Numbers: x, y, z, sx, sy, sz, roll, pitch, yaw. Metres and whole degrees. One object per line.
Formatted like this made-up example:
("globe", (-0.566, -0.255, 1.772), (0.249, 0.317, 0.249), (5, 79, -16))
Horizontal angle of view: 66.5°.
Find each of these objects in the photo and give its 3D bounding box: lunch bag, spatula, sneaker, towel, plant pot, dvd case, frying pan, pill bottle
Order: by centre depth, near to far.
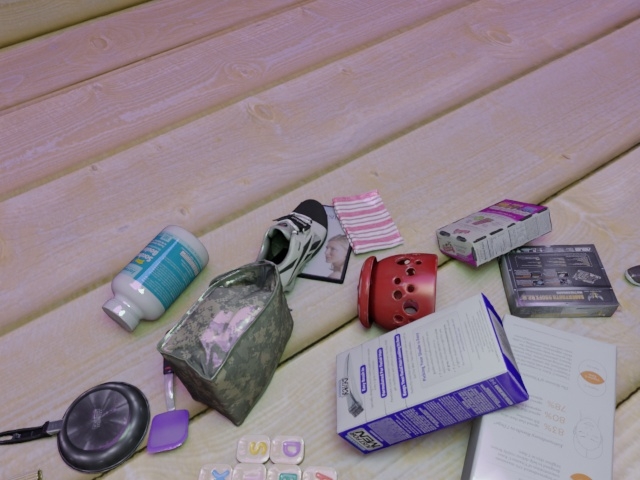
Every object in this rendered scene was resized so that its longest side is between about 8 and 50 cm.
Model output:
("lunch bag", (-0.172, 0.202, 1.049), (0.169, 0.235, 0.287), (22, 56, 25))
("frying pan", (-0.531, 0.380, 1.062), (0.327, 0.053, 0.197), (12, 52, 10))
("spatula", (-0.338, 0.325, 1.096), (0.084, 0.030, 0.296), (-10, 50, -4))
("plant pot", (0.179, 0.119, 1.119), (0.174, 0.191, 0.191), (5, 51, 13))
("sneaker", (0.823, 0.067, 1.181), (0.158, 0.064, 0.061), (-6, 51, 0))
("pill bottle", (-0.412, 0.096, 1.216), (0.146, 0.146, 0.264), (22, 56, 21))
("sneaker", (-0.070, -0.010, 1.248), (0.123, 0.146, 0.330), (13, 52, 17))
("dvd case", (0.000, 0.000, 1.338), (0.181, 0.022, 0.252), (8, 52, 12))
("towel", (0.128, -0.055, 1.346), (0.144, 0.029, 0.197), (-13, 56, -15))

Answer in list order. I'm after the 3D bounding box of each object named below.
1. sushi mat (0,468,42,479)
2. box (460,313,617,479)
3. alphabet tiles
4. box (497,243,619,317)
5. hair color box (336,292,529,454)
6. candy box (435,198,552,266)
("sushi mat", (-0.705, 0.564, 0.941), (0.317, 0.019, 0.151), (-15, 50, -7))
("box", (0.409, 0.348, 0.922), (0.215, 0.168, 0.345), (16, 53, 17))
("alphabet tiles", (-0.109, 0.515, 0.926), (0.278, 0.021, 0.284), (0, 50, 5))
("box", (0.568, 0.096, 1.186), (0.231, 0.056, 0.183), (-2, 51, 5))
("hair color box", (0.194, 0.258, 0.936), (0.339, 0.110, 0.185), (-27, 33, 22))
("candy box", (0.438, -0.025, 1.243), (0.234, 0.071, 0.159), (-22, 18, -13))
